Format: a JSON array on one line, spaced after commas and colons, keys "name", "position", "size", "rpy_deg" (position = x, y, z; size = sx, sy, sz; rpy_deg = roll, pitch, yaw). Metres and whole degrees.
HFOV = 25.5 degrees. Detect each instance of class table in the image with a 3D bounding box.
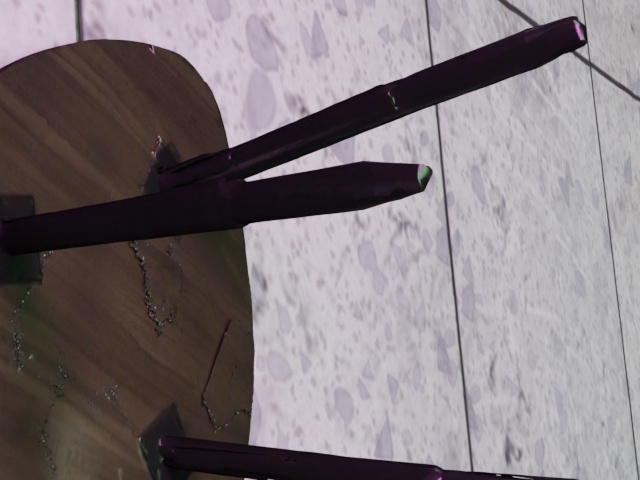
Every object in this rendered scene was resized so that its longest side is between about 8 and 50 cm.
[{"name": "table", "position": [0.000, 0.000, 0.693], "size": [0.317, 0.249, 0.317], "rpy_deg": [30, 56, -57]}]
